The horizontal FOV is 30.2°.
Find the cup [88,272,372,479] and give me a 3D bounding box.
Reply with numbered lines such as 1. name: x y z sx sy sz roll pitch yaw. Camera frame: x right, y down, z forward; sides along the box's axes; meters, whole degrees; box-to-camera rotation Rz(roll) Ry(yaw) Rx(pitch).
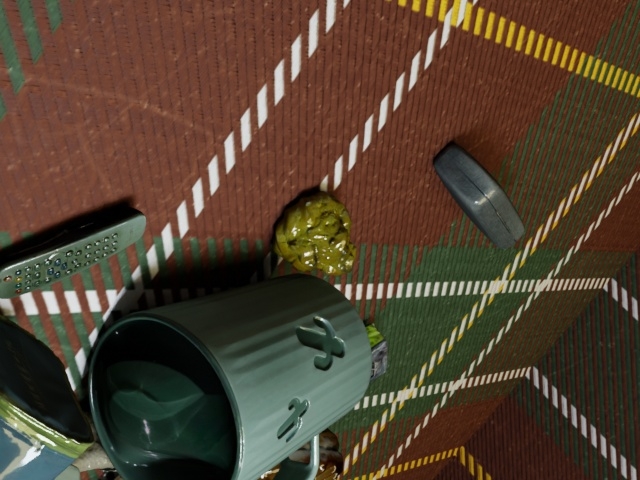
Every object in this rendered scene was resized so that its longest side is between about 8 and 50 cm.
1. cup: -0.142 0.260 1.880 0.392 0.310 0.400 -19 132 -50

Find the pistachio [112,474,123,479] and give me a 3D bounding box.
1. pistachio: -0.294 0.505 2.198 0.309 0.230 0.230 -28 152 -38

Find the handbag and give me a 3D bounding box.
1. handbag: -0.439 0.234 1.458 0.241 0.263 0.222 -42 129 5

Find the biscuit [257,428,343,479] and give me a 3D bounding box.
1. biscuit: -0.082 0.490 2.523 0.268 0.115 0.366 -23 159 8

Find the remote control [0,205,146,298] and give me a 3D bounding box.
1. remote control: -0.326 0.013 1.537 0.222 0.042 0.072 -26 150 -31

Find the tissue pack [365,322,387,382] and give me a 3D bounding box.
1. tissue pack: 0.032 0.289 2.482 0.235 0.073 0.173 -34 157 -16

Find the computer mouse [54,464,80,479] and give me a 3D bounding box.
1. computer mouse: -0.548 0.402 1.710 0.429 0.145 0.228 -27 149 -1

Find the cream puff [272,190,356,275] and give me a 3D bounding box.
1. cream puff: 0.000 0.000 1.923 0.146 0.116 0.146 -34 158 -16

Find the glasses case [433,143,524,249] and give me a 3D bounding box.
1. glasses case: 0.303 -0.077 2.233 0.074 0.131 0.323 -44 156 3

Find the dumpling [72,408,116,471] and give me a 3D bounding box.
1. dumpling: -0.337 0.315 1.926 0.332 0.166 0.086 6 98 -44
